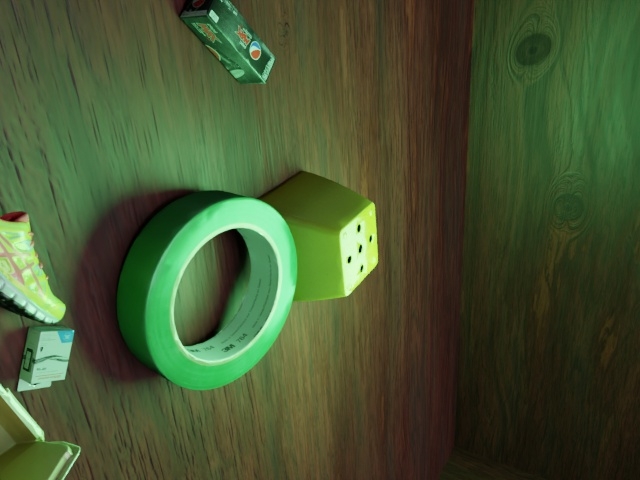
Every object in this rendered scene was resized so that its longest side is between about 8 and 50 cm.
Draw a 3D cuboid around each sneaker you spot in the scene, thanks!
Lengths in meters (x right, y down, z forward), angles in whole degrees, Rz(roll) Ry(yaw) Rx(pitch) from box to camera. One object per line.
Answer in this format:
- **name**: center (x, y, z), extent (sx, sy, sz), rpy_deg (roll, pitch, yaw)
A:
- **sneaker**: center (-0.348, 0.016, 0.601), extent (0.094, 0.081, 0.209), rpy_deg (-61, 145, -32)

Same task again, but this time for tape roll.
- **tape roll**: center (-0.171, 0.080, 0.885), extent (0.321, 0.077, 0.322), rpy_deg (-24, 121, -47)

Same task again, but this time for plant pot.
- **plant pot**: center (0.000, 0.000, 1.078), extent (0.212, 0.187, 0.212), rpy_deg (-40, 132, -47)

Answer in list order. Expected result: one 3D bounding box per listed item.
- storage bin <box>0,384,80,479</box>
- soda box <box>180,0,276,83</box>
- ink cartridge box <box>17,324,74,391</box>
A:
- **storage bin**: center (-0.374, 0.191, 0.462), extent (0.260, 0.123, 0.262), rpy_deg (-75, 148, -58)
- **soda box**: center (-0.143, -0.321, 0.857), extent (0.169, 0.060, 0.053), rpy_deg (40, 64, -55)
- **ink cartridge box**: center (-0.352, 0.154, 0.688), extent (0.048, 0.028, 0.083), rpy_deg (10, 91, -60)
